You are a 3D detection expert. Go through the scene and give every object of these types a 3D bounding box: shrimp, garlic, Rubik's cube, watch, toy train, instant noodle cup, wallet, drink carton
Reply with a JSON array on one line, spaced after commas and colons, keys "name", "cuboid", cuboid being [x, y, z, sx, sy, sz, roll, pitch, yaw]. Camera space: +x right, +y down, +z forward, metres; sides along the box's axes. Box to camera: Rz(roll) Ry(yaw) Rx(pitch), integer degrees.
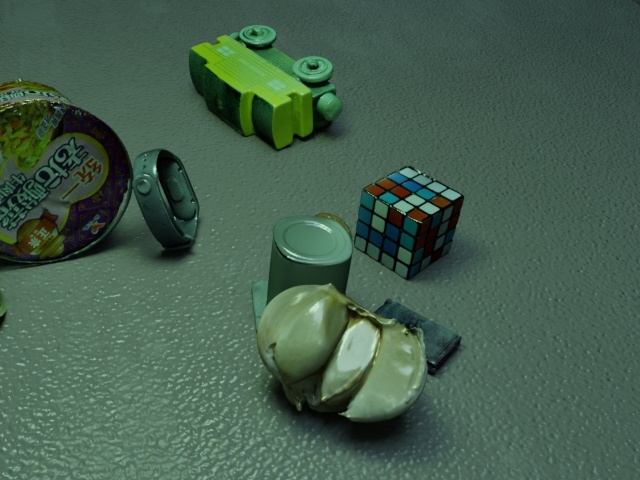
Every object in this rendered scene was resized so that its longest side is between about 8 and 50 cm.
[{"name": "shrimp", "cuboid": [0.000, 0.000, 1.712, 0.099, 0.041, 0.180, 35, 42, 11]}, {"name": "garlic", "cuboid": [0.023, 0.197, 1.350, 0.281, 0.185, 0.203, 29, 74, -1]}, {"name": "Rubik's cube", "cuboid": [0.180, -0.041, 1.694, 0.154, 0.151, 0.155, 34, 45, 30]}, {"name": "watch", "cuboid": [-0.306, -0.082, 1.637, 0.068, 0.206, 0.193, -13, 17, 12]}, {"name": "toy train", "cuboid": [-0.151, -0.400, 2.105, 0.272, 0.179, 0.442, -29, 50, -28]}, {"name": "instant noodle cup", "cuboid": [-0.565, -0.161, 1.607, 0.340, 0.339, 0.266, -11, 33, -23]}, {"name": "wallet", "cuboid": [0.166, 0.173, 1.511, 0.166, 0.030, 0.111, 29, 37, 24]}, {"name": "drink carton", "cuboid": [-0.018, 0.071, 1.490, 0.185, 0.189, 0.191, 5, 37, -12]}]

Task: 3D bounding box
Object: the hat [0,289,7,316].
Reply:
[{"name": "hat", "cuboid": [-0.621, 0.020, 1.405, 0.252, 0.110, 0.252, 37, 7, -5]}]
